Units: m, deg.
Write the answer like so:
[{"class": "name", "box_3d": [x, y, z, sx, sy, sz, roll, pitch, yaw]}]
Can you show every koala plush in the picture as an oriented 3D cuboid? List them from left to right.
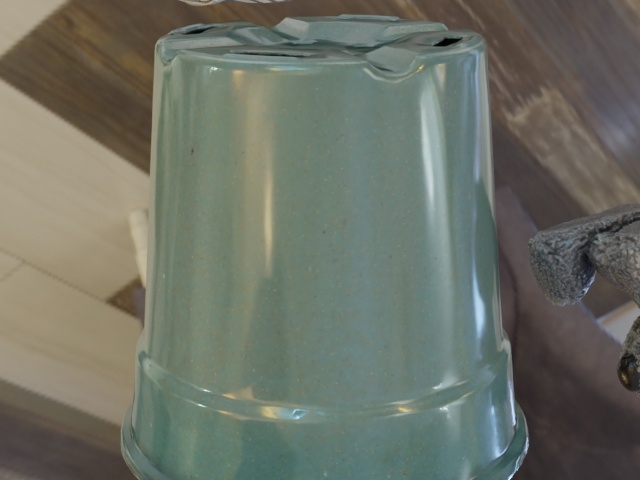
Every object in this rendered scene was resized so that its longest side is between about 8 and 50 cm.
[{"class": "koala plush", "box_3d": [0.334, 0.075, 1.064, 0.203, 0.221, 0.196, -18, -173, -19]}]

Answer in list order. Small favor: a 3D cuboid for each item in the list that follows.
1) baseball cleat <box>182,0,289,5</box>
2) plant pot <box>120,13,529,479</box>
[{"class": "baseball cleat", "box_3d": [-0.098, -0.326, 1.484, 0.206, 0.109, 0.072, -6, 114, 6]}, {"class": "plant pot", "box_3d": [0.000, 0.000, 0.935, 0.341, 0.341, 0.334, -7, 109, -18]}]
